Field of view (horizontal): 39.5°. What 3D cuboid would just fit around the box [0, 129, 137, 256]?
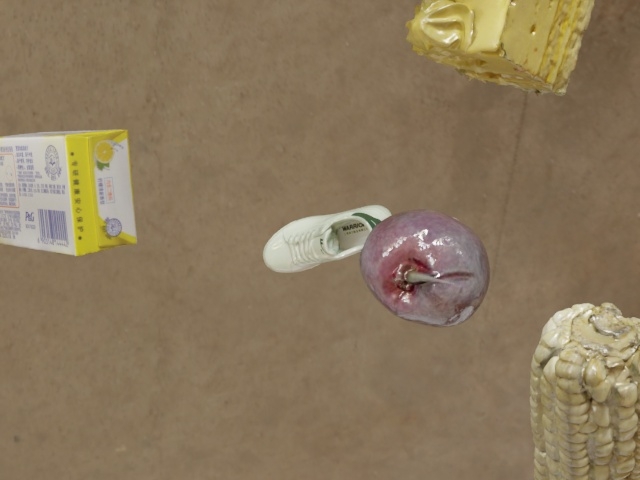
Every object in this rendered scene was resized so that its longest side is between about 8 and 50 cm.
[{"bbox_3d":[-0.378,-0.074,1.280,0.097,0.265,0.169,-11,100,-43],"label":"box"}]

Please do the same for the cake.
[{"bbox_3d":[0.296,-0.397,1.533,0.286,0.222,0.228,15,90,-45],"label":"cake"}]

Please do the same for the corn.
[{"bbox_3d":[0.183,0.136,0.607,0.087,0.087,0.211,-13,126,-7],"label":"corn"}]

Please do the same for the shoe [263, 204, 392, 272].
[{"bbox_3d":[0.000,0.000,1.626,0.264,0.110,0.095,-19,95,19],"label":"shoe"}]

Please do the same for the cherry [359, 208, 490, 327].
[{"bbox_3d":[0.175,0.043,1.457,0.184,0.213,0.266,-60,160,12],"label":"cherry"}]
